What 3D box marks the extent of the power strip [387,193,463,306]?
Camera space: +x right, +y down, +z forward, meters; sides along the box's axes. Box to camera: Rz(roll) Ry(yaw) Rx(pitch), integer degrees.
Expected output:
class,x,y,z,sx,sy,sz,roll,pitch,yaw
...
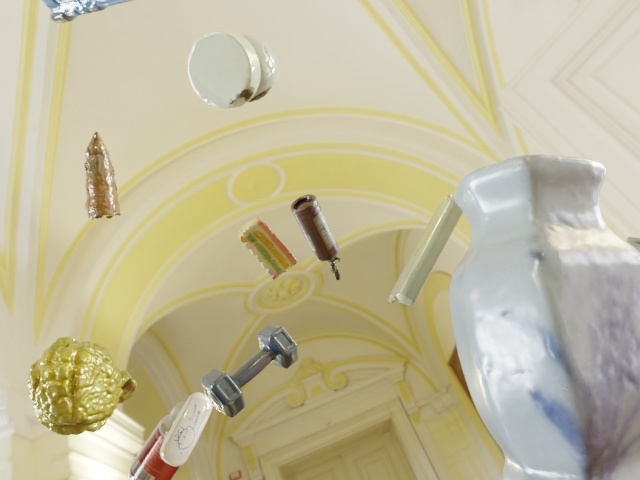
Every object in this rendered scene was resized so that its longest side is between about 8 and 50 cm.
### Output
class,x,y,z,sx,sy,sz,roll,pitch,yaw
power strip,0.227,0.027,1.006,0.270,0.046,0.118,-60,-3,-4

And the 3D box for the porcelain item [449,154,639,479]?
class,x,y,z,sx,sy,sz,roll,pitch,yaw
porcelain item,0.290,0.109,0.593,0.242,0.405,0.178,0,-12,-22

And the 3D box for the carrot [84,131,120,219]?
class,x,y,z,sx,sy,sz,roll,pitch,yaw
carrot,-0.661,-0.193,1.412,0.101,0.102,0.263,-7,-82,-27

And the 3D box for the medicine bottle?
class,x,y,z,sx,sy,sz,roll,pitch,yaw
medicine bottle,-0.451,0.615,1.396,0.250,0.131,0.131,-56,-38,3

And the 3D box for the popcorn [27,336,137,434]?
class,x,y,z,sx,sy,sz,roll,pitch,yaw
popcorn,-0.645,0.406,1.267,0.173,0.225,0.286,-7,-47,23

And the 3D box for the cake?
class,x,y,z,sx,sy,sz,roll,pitch,yaw
cake,-0.188,0.024,1.638,0.109,0.225,0.090,-41,2,-9

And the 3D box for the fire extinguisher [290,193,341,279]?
class,x,y,z,sx,sy,sz,roll,pitch,yaw
fire extinguisher,0.000,0.000,1.208,0.071,0.099,0.231,-22,-61,7

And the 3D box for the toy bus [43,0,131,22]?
class,x,y,z,sx,sy,sz,roll,pitch,yaw
toy bus,-0.164,-0.261,0.254,0.133,0.116,0.234,8,-33,30

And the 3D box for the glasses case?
class,x,y,z,sx,sy,sz,roll,pitch,yaw
glasses case,-0.360,0.508,1.275,0.076,0.197,0.049,40,-44,-15

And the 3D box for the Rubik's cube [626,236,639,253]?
class,x,y,z,sx,sy,sz,roll,pitch,yaw
Rubik's cube,0.869,0.186,1.228,0.387,0.358,0.368,-10,-81,-14

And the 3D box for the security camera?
class,x,y,z,sx,sy,sz,roll,pitch,yaw
security camera,-0.216,-0.457,1.257,0.194,0.194,0.236,-46,1,27

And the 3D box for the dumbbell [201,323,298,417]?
class,x,y,z,sx,sy,sz,roll,pitch,yaw
dumbbell,-0.221,0.412,1.523,0.316,0.143,0.156,-36,-38,-34
